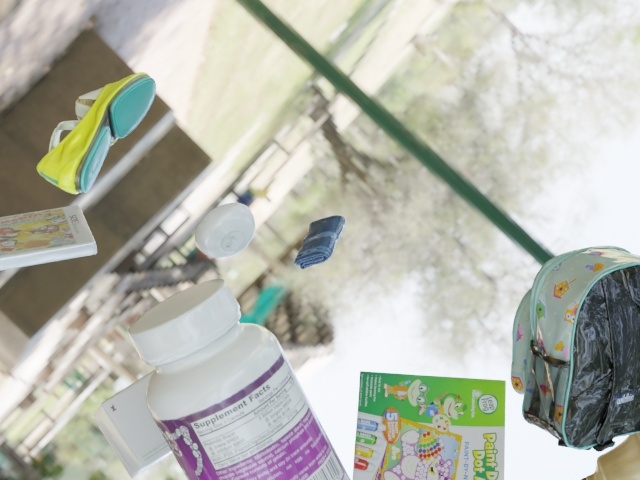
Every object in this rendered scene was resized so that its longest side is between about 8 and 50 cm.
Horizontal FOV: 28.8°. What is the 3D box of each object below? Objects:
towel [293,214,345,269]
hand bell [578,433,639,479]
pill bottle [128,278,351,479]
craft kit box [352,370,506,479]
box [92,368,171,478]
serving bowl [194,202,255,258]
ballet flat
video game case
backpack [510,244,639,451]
[{"bbox_3d":[0.000,0.000,2.085,0.067,0.029,0.119,-19,-156,28],"label":"towel"},{"bbox_3d":[0.384,0.364,1.840,0.242,0.126,0.126,-24,-171,15],"label":"hand bell"},{"bbox_3d":[-0.096,0.203,1.430,0.169,0.302,0.169,-26,-169,6],"label":"pill bottle"},{"bbox_3d":[0.177,0.344,2.034,0.061,0.246,0.250,92,2,-64],"label":"craft kit box"},{"bbox_3d":[-0.222,0.234,1.612,0.101,0.102,0.087,-31,171,-26],"label":"box"},{"bbox_3d":[-0.118,-0.007,1.600,0.083,0.027,0.083,-20,138,-19],"label":"serving bowl"},{"bbox_3d":[-0.292,-0.149,1.606,0.077,0.077,0.231,91,18,-45],"label":"ballet flat"},{"bbox_3d":[-0.498,-0.002,2.067,0.227,0.026,0.206,-10,-159,-15],"label":"video game case"},{"bbox_3d":[0.282,0.097,1.261,0.165,0.188,0.144,-6,-157,-25],"label":"backpack"}]
